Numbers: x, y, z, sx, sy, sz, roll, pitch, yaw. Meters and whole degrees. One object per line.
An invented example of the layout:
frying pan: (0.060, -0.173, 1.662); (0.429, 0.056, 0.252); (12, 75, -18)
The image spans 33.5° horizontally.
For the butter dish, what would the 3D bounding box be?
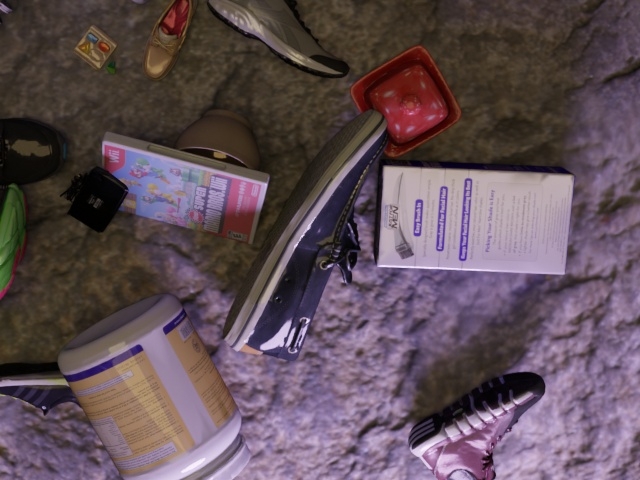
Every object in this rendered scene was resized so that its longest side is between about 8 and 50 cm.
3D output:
butter dish: (0.154, -0.239, 1.860); (0.160, 0.118, 0.159); (-31, 100, 4)

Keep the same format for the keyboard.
keyboard: (-0.397, -0.085, 1.874); (0.100, 0.192, 0.038); (34, 55, -10)

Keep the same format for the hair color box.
hair color box: (0.269, -0.044, 1.902); (0.339, 0.110, 0.185); (3, 102, -3)

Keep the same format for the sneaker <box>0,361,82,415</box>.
sneaker: (-0.529, 0.282, 1.965); (0.235, 0.084, 0.097); (-2, 101, 0)

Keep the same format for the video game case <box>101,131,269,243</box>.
video game case: (-0.242, -0.087, 1.862); (0.285, 0.204, 0.025); (15, 57, -3)

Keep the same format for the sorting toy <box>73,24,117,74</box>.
sorting toy: (-0.390, -0.335, 1.891); (0.083, 0.012, 0.062); (38, 97, -6)

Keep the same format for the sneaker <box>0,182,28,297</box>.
sneaker: (-0.684, 0.094, 1.881); (0.202, 0.185, 0.482); (34, 97, -10)

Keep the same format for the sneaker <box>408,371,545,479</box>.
sneaker: (0.318, 0.366, 1.989); (0.281, 0.106, 0.162); (-29, 105, 14)

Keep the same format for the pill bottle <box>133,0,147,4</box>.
pill bottle: (-0.296, -0.504, 1.816); (0.103, 0.103, 0.184); (35, 98, -6)

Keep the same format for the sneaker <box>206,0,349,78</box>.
sneaker: (-0.061, -0.372, 1.846); (0.272, 0.100, 0.108); (33, 93, -6)

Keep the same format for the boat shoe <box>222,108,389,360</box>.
boat shoe: (0.000, 0.000, 1.876); (0.156, 0.187, 0.500); (27, 104, -10)

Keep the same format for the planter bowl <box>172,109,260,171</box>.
planter bowl: (-0.176, -0.160, 1.860); (0.162, 0.162, 0.109); (14, 62, -3)

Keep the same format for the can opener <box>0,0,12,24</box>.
can opener: (-0.644, -0.488, 1.830); (0.095, 0.076, 0.283); (-41, 97, 6)

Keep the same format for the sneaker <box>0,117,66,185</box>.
sneaker: (-0.621, -0.154, 1.858); (0.341, 0.139, 0.125); (2, 98, -2)

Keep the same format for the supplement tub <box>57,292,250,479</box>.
supplement tub: (-0.289, 0.287, 1.890); (0.241, 0.241, 0.331); (-26, 99, 4)

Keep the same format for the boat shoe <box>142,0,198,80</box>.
boat shoe: (-0.269, -0.361, 1.864); (0.063, 0.059, 0.170); (23, 99, -4)
